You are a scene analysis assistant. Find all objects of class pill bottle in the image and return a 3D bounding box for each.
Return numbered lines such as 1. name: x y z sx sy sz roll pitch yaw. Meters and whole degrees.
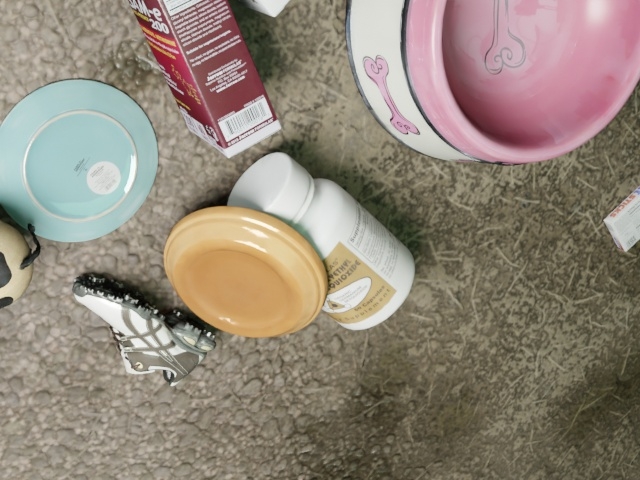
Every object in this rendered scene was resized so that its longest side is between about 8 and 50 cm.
1. pill bottle: 0.000 0.000 1.257 0.131 0.131 0.229 -51 124 -2

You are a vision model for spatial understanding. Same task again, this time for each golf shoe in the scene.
1. golf shoe: -0.218 0.112 1.217 0.198 0.077 0.094 33 92 -33

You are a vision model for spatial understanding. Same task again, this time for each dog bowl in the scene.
1. dog bowl: 0.241 -0.276 1.269 0.408 0.150 0.408 -10 114 -24

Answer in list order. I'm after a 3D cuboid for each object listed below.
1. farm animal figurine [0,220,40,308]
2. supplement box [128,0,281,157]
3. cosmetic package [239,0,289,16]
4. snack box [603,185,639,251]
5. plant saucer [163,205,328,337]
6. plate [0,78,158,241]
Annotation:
1. farm animal figurine: -0.420 0.085 1.039 0.327 0.172 0.330 -39 123 -10
2. supplement box: -0.137 -0.218 1.098 0.073 0.130 0.239 -31 120 -14
3. cosmetic package: -0.083 -0.465 1.051 0.284 0.097 0.377 -48 123 -6
4. snack box: 0.510 -0.065 1.572 0.178 0.022 0.064 -42 122 -8
5. plant saucer: -0.091 0.047 1.205 0.200 0.037 0.200 9 134 10
6. plate: -0.267 -0.084 1.145 0.188 0.024 0.188 -10 113 -25
